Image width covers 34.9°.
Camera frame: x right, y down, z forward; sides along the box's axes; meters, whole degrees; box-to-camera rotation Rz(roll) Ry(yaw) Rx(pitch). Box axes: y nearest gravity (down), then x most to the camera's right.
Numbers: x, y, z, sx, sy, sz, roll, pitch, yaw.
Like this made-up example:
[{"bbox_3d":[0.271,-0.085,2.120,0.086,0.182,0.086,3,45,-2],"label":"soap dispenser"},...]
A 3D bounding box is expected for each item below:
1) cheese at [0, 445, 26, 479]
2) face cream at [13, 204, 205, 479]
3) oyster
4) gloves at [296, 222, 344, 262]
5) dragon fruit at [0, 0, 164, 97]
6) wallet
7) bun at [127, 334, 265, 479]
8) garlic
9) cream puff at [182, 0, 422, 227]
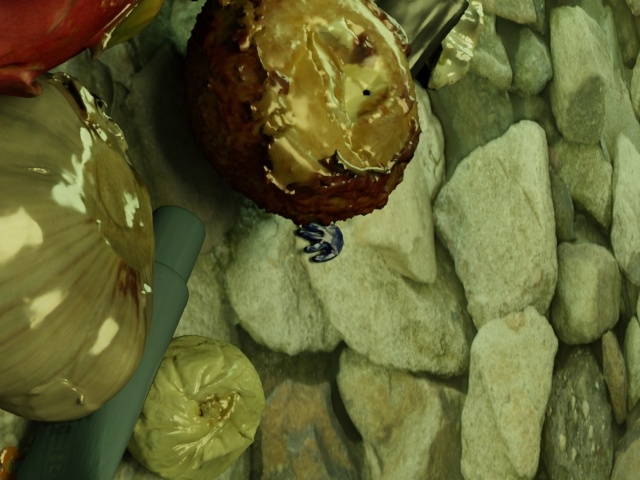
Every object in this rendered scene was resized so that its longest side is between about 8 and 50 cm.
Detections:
[{"bbox_3d":[-0.273,0.226,1.030,0.111,0.017,0.047,7,70,-43],"label":"cheese"},{"bbox_3d":[-0.208,0.120,1.051,0.086,0.135,0.385,53,38,-34],"label":"face cream"},{"bbox_3d":[0.166,-0.419,1.640,0.351,0.114,0.238,40,62,-34],"label":"oyster"},{"bbox_3d":[0.000,0.000,1.409,0.086,0.026,0.064,29,63,-45],"label":"gloves"},{"bbox_3d":[-0.267,-0.226,0.738,0.305,0.305,0.226,58,26,-26],"label":"dragon fruit"},{"bbox_3d":[0.061,-0.365,1.480,0.323,0.041,0.247,43,79,-29],"label":"wallet"},{"bbox_3d":[-0.135,0.187,1.136,0.188,0.111,0.164,6,81,-54],"label":"bun"},{"bbox_3d":[-0.263,0.010,0.909,0.322,0.241,0.322,31,44,-36],"label":"garlic"},{"bbox_3d":[-0.029,-0.173,1.245,0.350,0.228,0.351,15,65,-35],"label":"cream puff"}]
